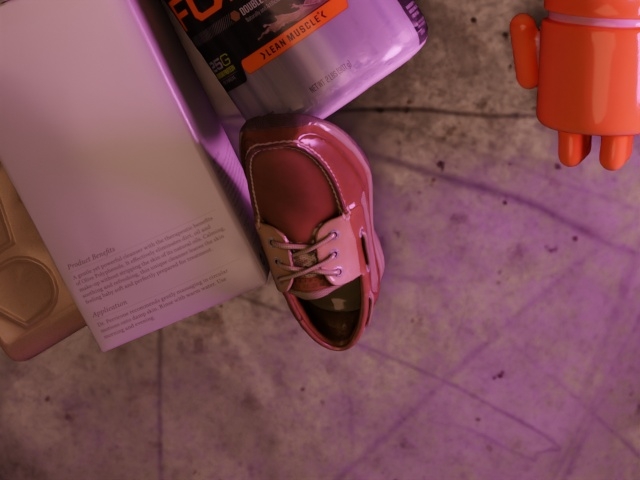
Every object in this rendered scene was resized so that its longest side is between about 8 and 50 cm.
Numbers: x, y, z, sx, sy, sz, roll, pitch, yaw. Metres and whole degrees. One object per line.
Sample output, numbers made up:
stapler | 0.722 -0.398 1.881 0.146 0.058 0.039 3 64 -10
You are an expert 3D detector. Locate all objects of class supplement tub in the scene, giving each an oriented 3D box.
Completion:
supplement tub | -0.063 -0.284 1.806 0.207 0.207 0.338 -33 97 12

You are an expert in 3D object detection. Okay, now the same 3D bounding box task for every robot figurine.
robot figurine | 0.279 -0.183 1.834 0.128 0.158 0.219 -6 106 -33

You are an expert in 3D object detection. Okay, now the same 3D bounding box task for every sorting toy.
sorting toy | -0.344 0.015 1.995 0.307 0.041 0.229 -30 103 12

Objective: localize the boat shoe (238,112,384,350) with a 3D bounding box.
boat shoe | 0.000 0.000 1.822 0.123 0.120 0.324 -7 146 14

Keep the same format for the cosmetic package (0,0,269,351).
cosmetic package | -0.207 -0.099 1.847 0.197 0.155 0.365 -22 105 9
